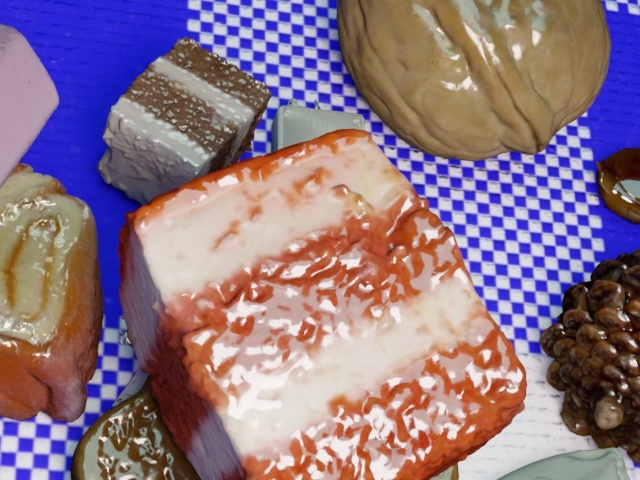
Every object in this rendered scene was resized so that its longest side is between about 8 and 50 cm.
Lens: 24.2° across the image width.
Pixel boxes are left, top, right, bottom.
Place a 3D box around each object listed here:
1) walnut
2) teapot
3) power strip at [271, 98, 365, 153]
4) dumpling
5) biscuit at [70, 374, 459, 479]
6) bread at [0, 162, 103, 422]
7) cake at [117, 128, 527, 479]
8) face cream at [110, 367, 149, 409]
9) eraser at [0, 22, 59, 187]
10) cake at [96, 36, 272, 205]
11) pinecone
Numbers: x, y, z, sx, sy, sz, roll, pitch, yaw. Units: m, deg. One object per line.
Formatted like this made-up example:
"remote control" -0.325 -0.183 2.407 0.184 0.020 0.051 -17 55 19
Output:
"walnut" 0.170 -0.235 1.685 0.277 0.252 0.313 -27 82 -28
"teapot" 0.382 -0.071 1.759 0.129 0.078 0.098 6 60 -13
"power strip" 0.000 0.000 1.625 0.106 0.043 0.367 7 61 -13
"dumpling" 0.233 0.294 1.497 0.217 0.105 0.149 -13 66 -23
"biscuit" -0.044 0.221 1.450 0.359 0.074 0.381 28 66 -2
"bread" -0.303 0.041 1.464 0.190 0.123 0.244 9 59 -10
"cake" -0.011 0.090 1.325 0.270 0.269 0.319 -26 79 -17
"face cream" -0.177 0.145 1.503 0.038 0.020 0.115 32 57 3
"eraser" -0.443 -0.046 1.397 0.272 0.122 0.359 2 48 34
"cake" -0.148 -0.112 1.586 0.135 0.135 0.147 30 53 1
"pinecone" 0.361 0.106 1.576 0.224 0.224 0.272 45 55 10
